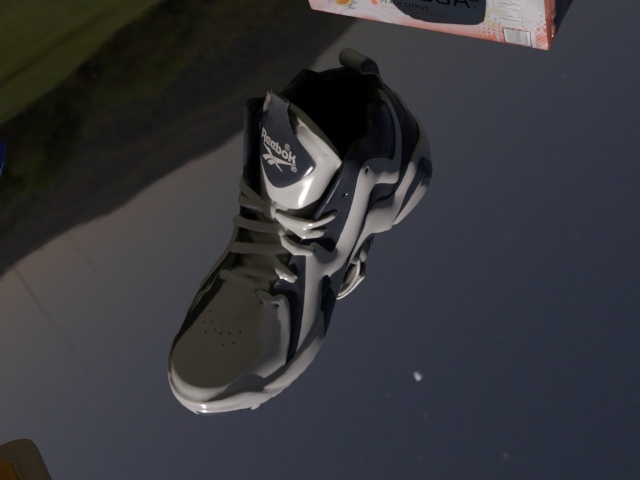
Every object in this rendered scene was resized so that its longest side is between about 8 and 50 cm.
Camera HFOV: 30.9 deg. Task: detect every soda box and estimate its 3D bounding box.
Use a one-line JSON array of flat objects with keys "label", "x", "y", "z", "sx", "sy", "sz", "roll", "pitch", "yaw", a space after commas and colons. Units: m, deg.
[{"label": "soda box", "x": 0.078, "y": -0.183, "z": 0.781, "sx": 0.183, "sy": 0.058, "sz": 0.063, "roll": 15, "pitch": -121, "yaw": 24}]

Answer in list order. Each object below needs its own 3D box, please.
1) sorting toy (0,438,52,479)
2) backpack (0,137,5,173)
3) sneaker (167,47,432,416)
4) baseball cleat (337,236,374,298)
[{"label": "sorting toy", "x": -0.317, "y": 0.288, "z": 1.044, "sx": 0.208, "sy": 0.193, "sz": 0.038, "roll": -15, "pitch": 153, "yaw": -35}, {"label": "backpack", "x": -0.378, "y": -0.083, "z": 1.202, "sx": 0.101, "sy": 0.120, "sz": 0.098, "roll": -17, "pitch": 151, "yaw": -30}, {"label": "sneaker", "x": -0.026, "y": -0.016, "z": 0.688, "sx": 0.094, "sy": 0.153, "sz": 0.235, "roll": 36, "pitch": -105, "yaw": 31}, {"label": "baseball cleat", "x": 0.000, "y": 0.000, "z": 1.071, "sx": 0.206, "sy": 0.072, "sz": 0.109, "roll": 155, "pitch": -45, "yaw": -77}]
